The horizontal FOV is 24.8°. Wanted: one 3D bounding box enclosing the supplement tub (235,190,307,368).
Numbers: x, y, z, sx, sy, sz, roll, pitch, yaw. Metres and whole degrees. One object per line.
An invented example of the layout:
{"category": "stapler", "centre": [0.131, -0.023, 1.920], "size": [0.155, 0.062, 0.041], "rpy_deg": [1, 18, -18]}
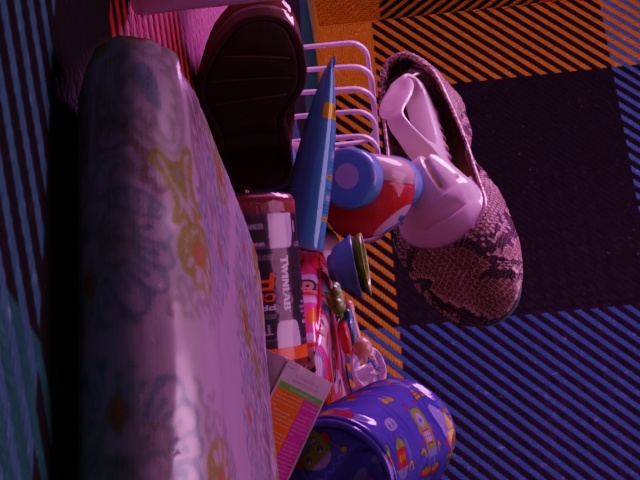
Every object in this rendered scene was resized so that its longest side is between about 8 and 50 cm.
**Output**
{"category": "supplement tub", "centre": [-0.065, 0.059, 1.243], "size": [0.106, 0.106, 0.198], "rpy_deg": [-4, 89, -87]}

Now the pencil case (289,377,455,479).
{"category": "pencil case", "centre": [0.045, 0.207, 1.358], "size": [0.133, 0.119, 0.306], "rpy_deg": [59, 14, 6]}

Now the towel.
{"category": "towel", "centre": [-0.091, 0.092, 0.966], "size": [0.374, 0.090, 0.321], "rpy_deg": [76, 6, -68]}

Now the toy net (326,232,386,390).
{"category": "toy net", "centre": [0.048, 0.108, 1.652], "size": [0.122, 0.045, 0.232], "rpy_deg": [-97, 174, -51]}

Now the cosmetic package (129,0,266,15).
{"category": "cosmetic package", "centre": [0.025, -0.413, 1.096], "size": [0.327, 0.393, 0.329], "rpy_deg": [80, 6, -50]}

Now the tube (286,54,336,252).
{"category": "tube", "centre": [-0.006, -0.092, 1.565], "size": [0.080, 0.052, 0.207], "rpy_deg": [155, -54, -85]}

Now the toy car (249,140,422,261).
{"category": "toy car", "centre": [0.000, 0.000, 1.787], "size": [0.219, 0.210, 0.238], "rpy_deg": [-1, 101, -71]}

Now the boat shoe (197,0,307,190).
{"category": "boat shoe", "centre": [-0.075, -0.173, 1.526], "size": [0.307, 0.110, 0.104], "rpy_deg": [101, -13, -60]}

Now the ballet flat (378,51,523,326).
{"category": "ballet flat", "centre": [0.146, -0.093, 1.978], "size": [0.182, 0.164, 0.483], "rpy_deg": [54, 17, -39]}

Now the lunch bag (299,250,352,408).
{"category": "lunch bag", "centre": [-0.028, 0.138, 1.609], "size": [0.293, 0.120, 0.258], "rpy_deg": [-86, 169, -67]}

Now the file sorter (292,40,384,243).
{"category": "file sorter", "centre": [-0.002, -0.138, 2.063], "size": [0.278, 0.173, 0.193], "rpy_deg": [-92, 175, -54]}

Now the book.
{"category": "book", "centre": [-0.047, 0.168, 1.181], "size": [0.096, 0.035, 0.144], "rpy_deg": [36, 77, -56]}
